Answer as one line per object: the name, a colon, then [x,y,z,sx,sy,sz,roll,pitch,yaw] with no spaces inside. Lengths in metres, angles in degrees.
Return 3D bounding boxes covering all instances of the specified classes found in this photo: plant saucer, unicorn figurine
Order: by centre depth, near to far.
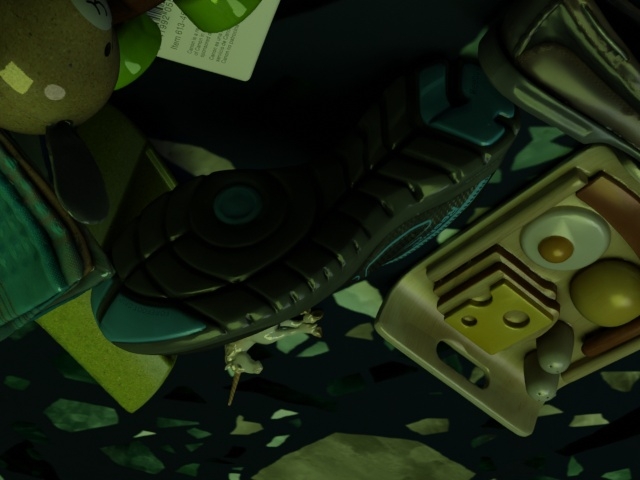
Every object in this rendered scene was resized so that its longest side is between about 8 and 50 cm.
plant saucer: [-0.145,0.012,0.731,0.045,0.188,0.188,-3,142,22]
unicorn figurine: [-0.056,0.083,0.930,0.111,0.060,0.162,-7,124,11]

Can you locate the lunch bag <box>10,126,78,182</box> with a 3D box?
lunch bag: [-0.246,-0.038,0.758,0.128,0.096,0.151,-10,125,17]

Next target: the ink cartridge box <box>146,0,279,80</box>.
ink cartridge box: [-0.128,-0.212,0.531,0.237,0.100,0.172,13,139,-15]

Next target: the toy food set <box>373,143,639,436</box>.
toy food set: [0.224,0.066,0.828,0.219,0.092,0.306,36,132,-19]

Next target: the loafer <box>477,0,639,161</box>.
loafer: [0.261,-0.100,0.659,0.302,0.109,0.095,21,133,-18]

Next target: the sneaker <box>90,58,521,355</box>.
sneaker: [0.000,0.000,0.684,0.340,0.125,0.140,-27,154,-13]

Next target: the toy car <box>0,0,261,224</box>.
toy car: [-0.121,-0.106,0.430,0.149,0.188,0.155,-22,136,25]

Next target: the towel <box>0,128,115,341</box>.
towel: [-0.318,-0.076,0.587,0.271,0.040,0.370,-28,102,41]
